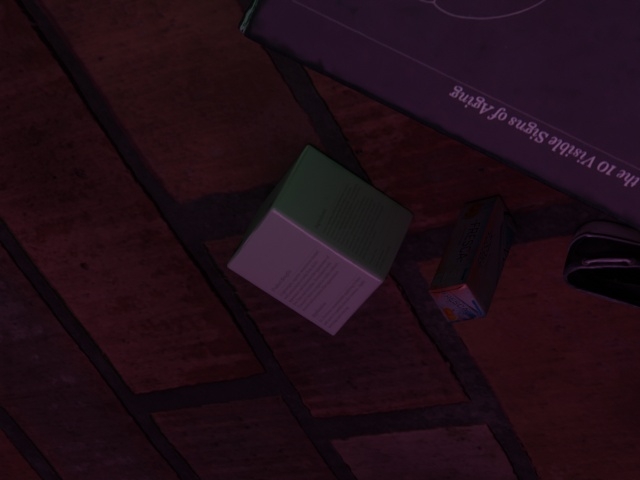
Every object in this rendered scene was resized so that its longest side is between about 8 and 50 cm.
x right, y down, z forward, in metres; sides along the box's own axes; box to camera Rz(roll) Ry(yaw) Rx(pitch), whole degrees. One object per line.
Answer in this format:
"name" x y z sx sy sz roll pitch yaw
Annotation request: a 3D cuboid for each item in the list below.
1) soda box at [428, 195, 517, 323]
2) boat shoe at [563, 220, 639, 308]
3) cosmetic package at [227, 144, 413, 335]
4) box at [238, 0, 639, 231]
"soda box" 0.202 0.024 1.796 0.058 0.183 0.063 -13 124 34
"boat shoe" 0.463 0.057 1.756 0.301 0.102 0.108 15 134 13
"cosmetic package" 0.000 0.000 1.897 0.184 0.151 0.151 34 135 -6
"box" 0.255 -0.314 1.220 0.480 0.297 0.471 27 113 4
